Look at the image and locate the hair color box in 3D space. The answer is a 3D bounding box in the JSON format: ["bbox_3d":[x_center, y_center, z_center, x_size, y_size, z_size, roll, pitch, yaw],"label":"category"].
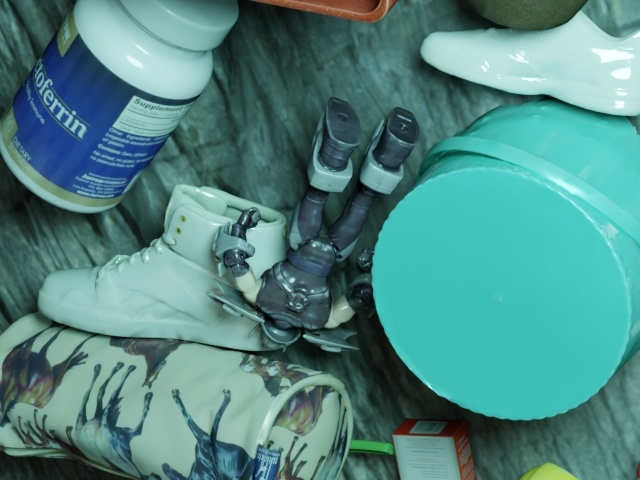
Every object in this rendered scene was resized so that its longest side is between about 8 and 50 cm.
[{"bbox_3d":[0.126,0.259,1.636,0.072,0.043,0.141,-1,109,27],"label":"hair color box"}]

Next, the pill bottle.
[{"bbox_3d":[-0.201,-0.164,1.555,0.153,0.153,0.264,43,123,4],"label":"pill bottle"}]

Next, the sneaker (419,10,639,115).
[{"bbox_3d":[0.198,-0.178,1.404,0.212,0.080,0.094,13,105,14],"label":"sneaker"}]

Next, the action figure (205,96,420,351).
[{"bbox_3d":[0.000,0.000,1.529,0.185,0.099,0.285,15,120,-20],"label":"action figure"}]

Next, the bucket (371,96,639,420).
[{"bbox_3d":[0.191,0.017,1.415,0.281,0.183,0.281,10,115,23],"label":"bucket"}]

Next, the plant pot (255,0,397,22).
[{"bbox_3d":[-0.011,-0.361,1.324,0.267,0.236,0.267,14,117,22],"label":"plant pot"}]

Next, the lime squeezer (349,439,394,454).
[{"bbox_3d":[-0.062,0.261,1.697,0.310,0.110,0.059,-34,122,18],"label":"lime squeezer"}]

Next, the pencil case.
[{"bbox_3d":[-0.178,0.192,1.663,0.410,0.183,0.160,10,153,30],"label":"pencil case"}]

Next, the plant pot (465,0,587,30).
[{"bbox_3d":[0.188,-0.298,1.287,0.215,0.215,0.230,26,134,15],"label":"plant pot"}]

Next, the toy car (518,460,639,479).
[{"bbox_3d":[0.268,0.281,1.468,0.239,0.225,0.053,-18,127,32],"label":"toy car"}]

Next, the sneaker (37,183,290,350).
[{"bbox_3d":[-0.166,0.014,1.650,0.293,0.108,0.169,4,112,15],"label":"sneaker"}]
